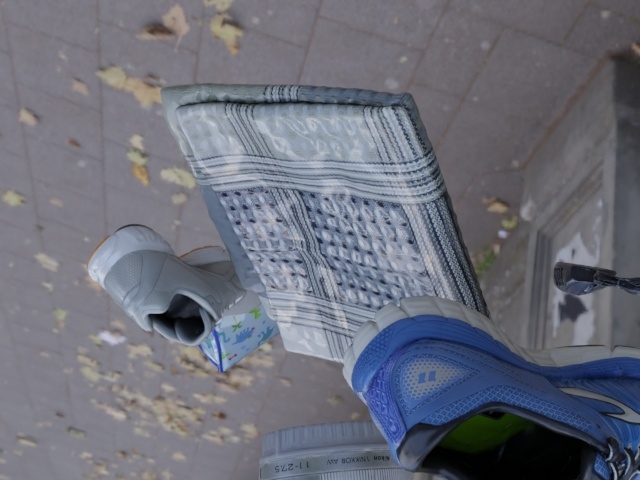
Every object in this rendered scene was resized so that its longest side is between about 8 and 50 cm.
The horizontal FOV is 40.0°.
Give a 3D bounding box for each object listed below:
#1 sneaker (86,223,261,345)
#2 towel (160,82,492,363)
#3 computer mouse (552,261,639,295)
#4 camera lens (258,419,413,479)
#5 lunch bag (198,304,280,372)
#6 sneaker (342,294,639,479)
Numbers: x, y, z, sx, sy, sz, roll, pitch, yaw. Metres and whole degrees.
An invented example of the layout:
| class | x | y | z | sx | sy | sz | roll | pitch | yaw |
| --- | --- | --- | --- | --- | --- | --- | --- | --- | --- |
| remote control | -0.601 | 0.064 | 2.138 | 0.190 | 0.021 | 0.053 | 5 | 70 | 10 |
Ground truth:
| class | x | y | z | sx | sy | sz | roll | pitch | yaw |
| --- | --- | --- | --- | --- | --- | --- | --- | --- | --- |
| sneaker | -0.139 | 0.071 | 0.974 | 0.099 | 0.121 | 0.262 | -46 | 151 | 18 |
| towel | 0.000 | 0.000 | 0.815 | 0.324 | 0.056 | 0.312 | 11 | 135 | 45 |
| computer mouse | 0.350 | 0.056 | 1.099 | 0.071 | 0.041 | 0.242 | 8 | -178 | -3 |
| camera lens | 0.027 | 0.401 | 1.220 | 0.220 | 0.274 | 0.219 | -5 | 161 | -2 |
| lunch bag | -0.118 | 0.092 | 1.231 | 0.096 | 0.129 | 0.151 | 44 | 153 | 24 |
| sneaker | 0.175 | 0.153 | 0.633 | 0.330 | 0.147 | 0.129 | 14 | 122 | -20 |
